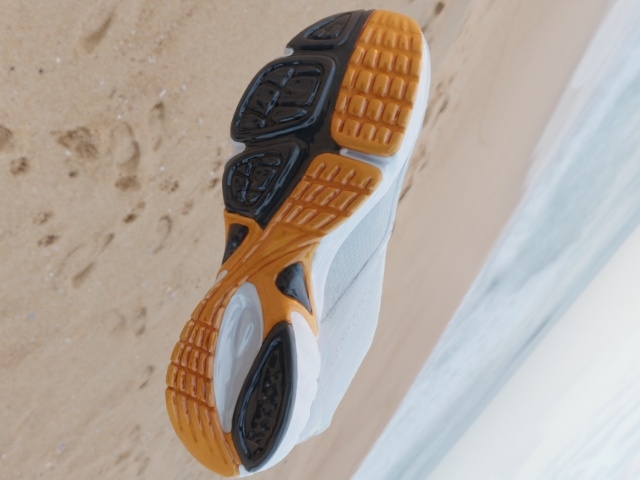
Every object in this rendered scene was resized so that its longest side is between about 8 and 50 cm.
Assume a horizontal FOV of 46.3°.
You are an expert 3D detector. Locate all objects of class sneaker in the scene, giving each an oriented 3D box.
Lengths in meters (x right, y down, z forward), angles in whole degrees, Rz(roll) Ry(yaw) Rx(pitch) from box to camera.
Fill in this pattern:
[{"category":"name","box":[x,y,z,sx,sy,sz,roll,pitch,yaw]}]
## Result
[{"category":"sneaker","box":[0.000,0.000,0.435,0.121,0.099,0.262,18,94,-65]}]
